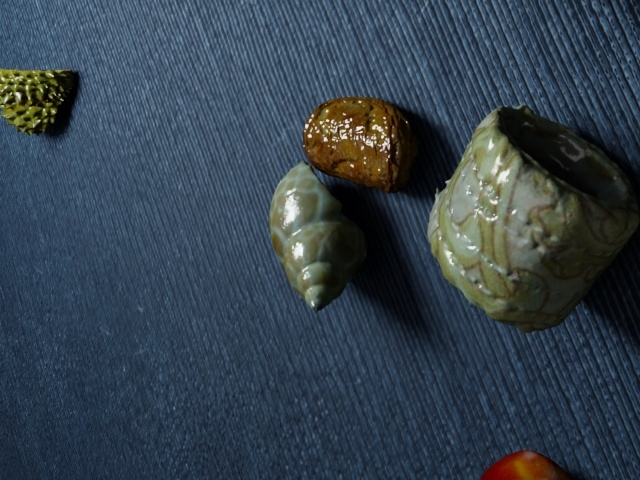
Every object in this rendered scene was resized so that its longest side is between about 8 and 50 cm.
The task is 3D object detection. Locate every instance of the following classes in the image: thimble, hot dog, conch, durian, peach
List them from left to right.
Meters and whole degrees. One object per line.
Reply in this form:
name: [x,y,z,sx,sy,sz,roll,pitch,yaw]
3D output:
durian: [-0.480,-0.223,1.515,0.187,0.119,0.108,6,98,44]
conch: [-0.008,-0.005,1.070,0.173,0.106,0.116,65,161,9]
hot dog: [0.048,-0.105,1.027,0.147,0.065,0.099,16,108,39]
thimble: [0.184,-0.026,0.854,0.190,0.137,0.143,58,136,41]
peach: [0.203,0.259,0.919,0.101,0.101,0.100,11,105,45]
